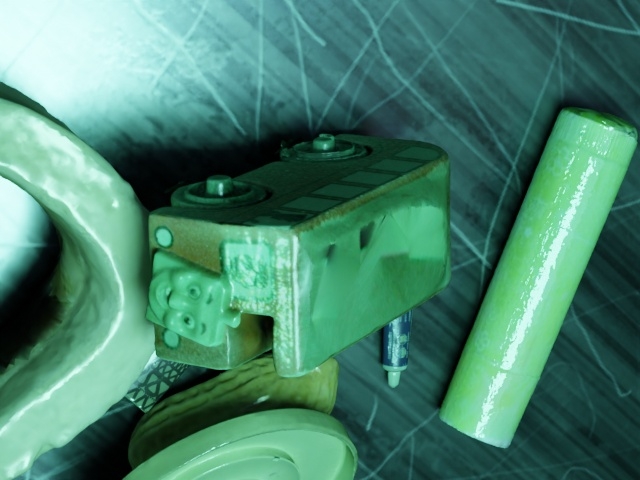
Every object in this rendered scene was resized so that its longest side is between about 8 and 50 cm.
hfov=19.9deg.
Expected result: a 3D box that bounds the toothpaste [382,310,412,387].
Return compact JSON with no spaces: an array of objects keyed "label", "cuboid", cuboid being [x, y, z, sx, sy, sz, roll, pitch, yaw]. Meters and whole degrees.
[{"label":"toothpaste","cuboid":[0.068,0.060,1.583,0.037,0.021,0.140,-3,104,-27]}]

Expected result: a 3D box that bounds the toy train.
[{"label":"toy train","cuboid":[0.000,0.000,1.399,0.326,0.159,0.129,-26,121,-56]}]

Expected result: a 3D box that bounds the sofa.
[{"label":"sofa","cuboid":[-0.122,0.081,1.494,0.039,0.060,0.118,43,88,-19]}]

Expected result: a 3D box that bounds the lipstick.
[{"label":"lipstick","cuboid":[0.190,0.029,1.591,0.076,0.076,0.304,19,99,-24]}]

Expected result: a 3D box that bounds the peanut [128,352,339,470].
[{"label":"peanut","cuboid":[-0.068,0.153,1.522,0.194,0.083,0.093,-23,117,-15]}]

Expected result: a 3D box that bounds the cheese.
[{"label":"cheese","cuboid":[-0.294,0.043,1.366,0.332,0.153,0.292,-46,115,-3]}]

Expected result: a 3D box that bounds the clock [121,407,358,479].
[{"label":"clock","cuboid":[-0.078,0.218,1.495,0.235,0.029,0.235,-20,148,-13]}]
